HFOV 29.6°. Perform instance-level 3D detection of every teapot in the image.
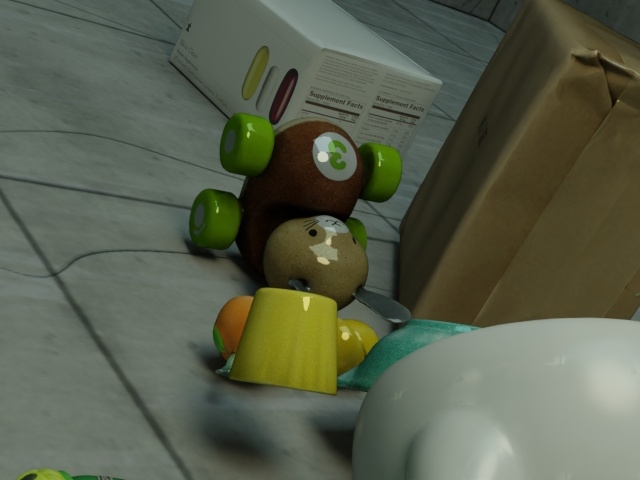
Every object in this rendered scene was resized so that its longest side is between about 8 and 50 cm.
[{"bbox_3d":[0.138,0.170,0.680,0.256,0.252,0.187,3,62,-8],"label":"teapot"}]

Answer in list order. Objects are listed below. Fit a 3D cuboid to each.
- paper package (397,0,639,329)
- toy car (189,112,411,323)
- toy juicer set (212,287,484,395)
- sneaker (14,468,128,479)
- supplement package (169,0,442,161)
[{"bbox_3d":[0.205,-0.044,1.113,0.168,0.309,0.325,27,20,-6],"label":"paper package"},{"bbox_3d":[0.000,0.000,0.995,0.155,0.149,0.188,10,29,-28],"label":"toy car"},{"bbox_3d":[0.074,0.105,0.871,0.329,0.089,0.209,11,-7,-19],"label":"toy juicer set"},{"bbox_3d":[-0.029,0.191,0.516,0.124,0.109,0.295,-2,33,-46],"label":"sneaker"},{"bbox_3d":[-0.023,-0.210,1.493,0.204,0.145,0.262,8,26,-42],"label":"supplement package"}]
